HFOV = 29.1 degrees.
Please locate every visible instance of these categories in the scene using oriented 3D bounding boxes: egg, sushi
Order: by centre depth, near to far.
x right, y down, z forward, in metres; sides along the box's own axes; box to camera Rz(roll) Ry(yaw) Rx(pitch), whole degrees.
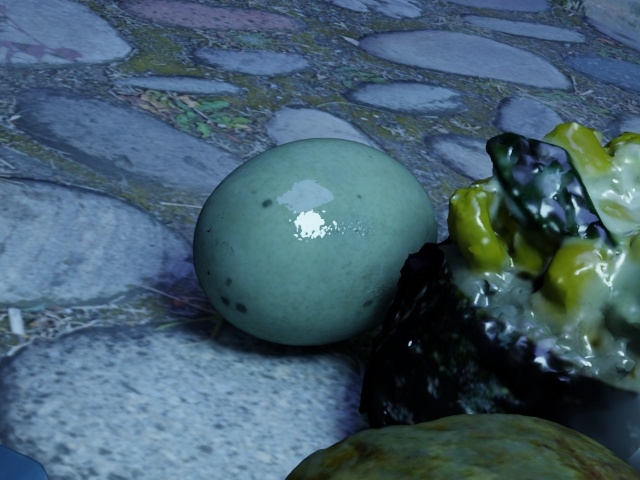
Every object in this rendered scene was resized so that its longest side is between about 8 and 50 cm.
[{"bbox_3d":[0.209,0.052,0.895,0.329,0.285,0.328,-10,35,-41],"label":"sushi"},{"bbox_3d":[0.000,0.000,1.012,0.169,0.169,0.236,31,23,30],"label":"egg"}]

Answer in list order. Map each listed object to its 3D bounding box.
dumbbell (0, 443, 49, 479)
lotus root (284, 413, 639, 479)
[{"bbox_3d":[-0.236,0.198,0.494,0.144,0.159,0.325,-8,14,24],"label":"dumbbell"},{"bbox_3d":[0.088,0.236,0.476,0.251,0.250,0.346,6,23,-21],"label":"lotus root"}]
